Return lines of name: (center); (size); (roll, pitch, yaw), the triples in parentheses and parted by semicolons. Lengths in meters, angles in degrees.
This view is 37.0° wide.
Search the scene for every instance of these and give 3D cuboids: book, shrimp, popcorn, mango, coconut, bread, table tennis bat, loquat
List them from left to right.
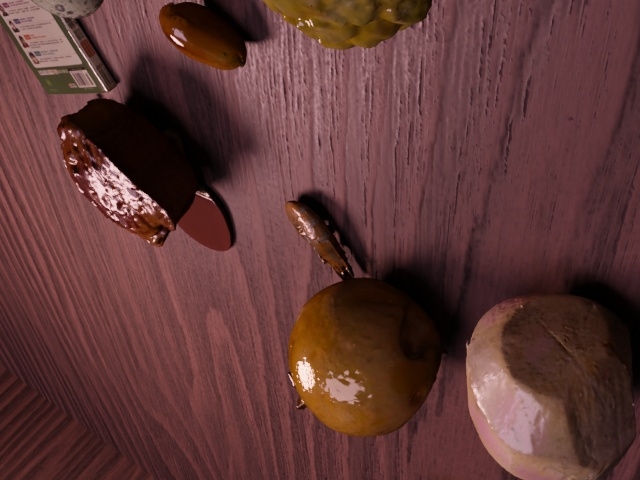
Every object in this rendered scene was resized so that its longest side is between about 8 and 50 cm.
book: (-0.454, -0.350, 1.531); (0.202, 0.027, 0.264); (8, 137, 47)
bread: (-0.312, -0.106, 1.517); (0.247, 0.135, 0.232); (44, 152, -5)
table tennis bat: (-0.220, -0.079, 1.607); (0.154, 0.021, 0.274); (25, 147, 27)
mango: (-0.150, -0.260, 1.228); (0.127, 0.077, 0.063); (31, 127, -7)
popcorn: (-0.005, -0.300, 0.851); (0.174, 0.225, 0.286); (-29, 107, 26)
shrimp: (-0.006, 0.005, 1.430); (0.095, 0.045, 0.162); (-1, 130, 52)
loquat: (0.055, 0.172, 1.388); (0.244, 0.244, 0.243); (31, 148, 21)
coconut: (0.275, 0.182, 1.154); (0.198, 0.236, 0.236); (-2, 139, 5)

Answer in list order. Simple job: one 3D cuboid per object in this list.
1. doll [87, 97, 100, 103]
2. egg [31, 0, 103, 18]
doll: (-0.371, -0.162, 1.644); (0.109, 0.057, 0.169); (25, 143, 24)
egg: (-0.347, -0.371, 1.269); (0.132, 0.132, 0.172); (23, 155, 32)
